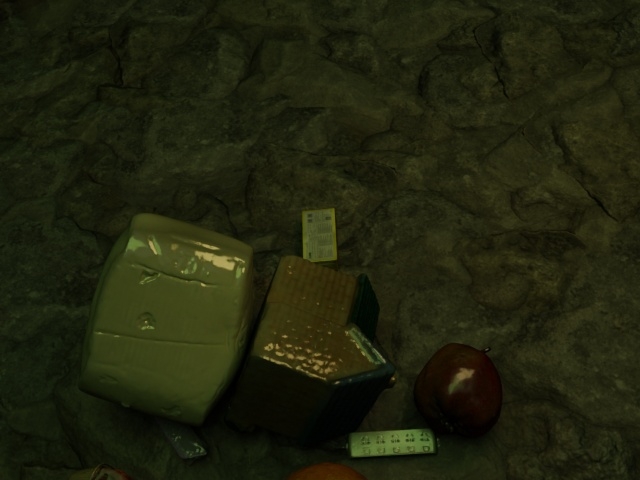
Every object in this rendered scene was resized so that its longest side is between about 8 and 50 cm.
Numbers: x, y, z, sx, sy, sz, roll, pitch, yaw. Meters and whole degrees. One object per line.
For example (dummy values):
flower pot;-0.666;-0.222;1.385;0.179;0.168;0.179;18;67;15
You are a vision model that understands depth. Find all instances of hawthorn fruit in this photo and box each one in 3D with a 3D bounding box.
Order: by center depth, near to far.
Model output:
hawthorn fruit;0.342;0.342;1.720;0.208;0.208;0.248;22;48;19

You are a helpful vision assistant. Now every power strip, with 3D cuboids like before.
power strip;0.160;0.487;1.733;0.253;0.027;0.060;-4;60;3

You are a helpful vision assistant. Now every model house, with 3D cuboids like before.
model house;-0.002;0.274;1.746;0.343;0.334;0.382;18;45;-4

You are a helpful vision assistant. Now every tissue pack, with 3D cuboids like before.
tissue pack;0.000;0.000;2.046;0.095;0.062;0.175;-6;58;5

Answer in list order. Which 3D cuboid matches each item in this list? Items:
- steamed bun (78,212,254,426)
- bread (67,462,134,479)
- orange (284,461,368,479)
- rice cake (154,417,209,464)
steamed bun;-0.352;0.181;1.731;0.372;0.290;0.455;19;93;-13
bread;-0.505;0.623;1.646;0.212;0.142;0.224;-2;54;25
orange;0.014;0.600;1.547;0.246;0.246;0.246;-3;57;4
rice cake;-0.404;0.404;1.825;0.070;0.064;0.399;-39;61;-8
